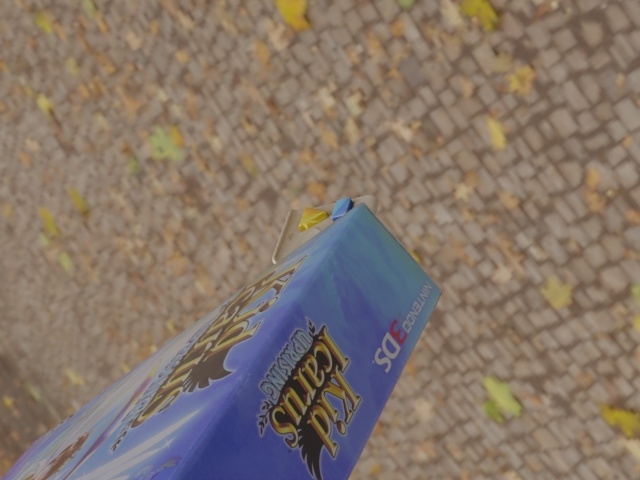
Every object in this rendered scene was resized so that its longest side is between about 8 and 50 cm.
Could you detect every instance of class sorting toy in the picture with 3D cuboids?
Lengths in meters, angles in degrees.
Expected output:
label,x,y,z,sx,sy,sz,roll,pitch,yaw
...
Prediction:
label,x,y,z,sx,sy,sz,roll,pitch,yaw
sorting toy,0.000,0.000,0.866,0.062,0.083,0.012,-9,125,21

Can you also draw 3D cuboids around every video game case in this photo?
label,x,y,z,sx,sy,sz,roll,pitch,yaw
video game case,-0.089,0.120,0.559,0.244,0.269,0.061,-34,101,31
